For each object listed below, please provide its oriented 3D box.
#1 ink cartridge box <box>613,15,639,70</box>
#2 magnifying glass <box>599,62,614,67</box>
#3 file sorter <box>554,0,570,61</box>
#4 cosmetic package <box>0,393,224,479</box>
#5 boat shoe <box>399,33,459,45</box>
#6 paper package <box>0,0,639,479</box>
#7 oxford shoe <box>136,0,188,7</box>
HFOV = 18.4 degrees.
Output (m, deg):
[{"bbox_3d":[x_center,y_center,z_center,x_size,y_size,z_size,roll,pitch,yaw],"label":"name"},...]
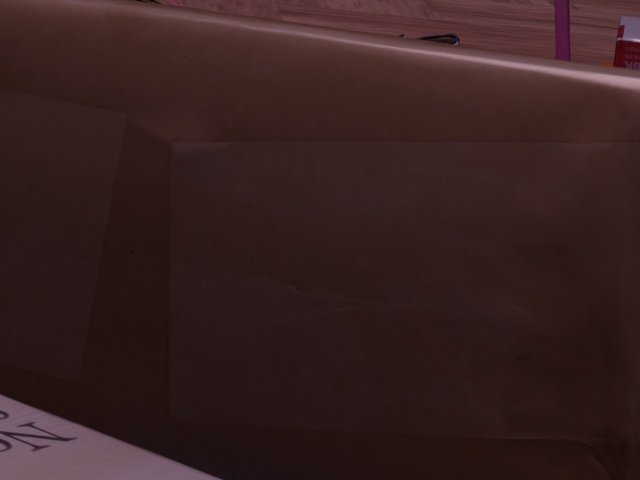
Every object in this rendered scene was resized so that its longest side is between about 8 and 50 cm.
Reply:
[{"bbox_3d":[0.207,-0.066,1.242,0.056,0.135,0.099,6,15,9],"label":"ink cartridge box"},{"bbox_3d":[0.279,-0.123,1.582,0.026,0.092,0.231,-2,8,-19],"label":"magnifying glass"},{"bbox_3d":[0.282,-0.083,1.014,0.291,0.182,0.202,-5,-11,28],"label":"file sorter"},{"bbox_3d":[-0.126,0.113,0.498,0.296,0.129,0.153,17,18,29],"label":"cosmetic package"},{"bbox_3d":[0.069,-0.154,1.657,0.125,0.038,0.046,-6,20,-37],"label":"boat shoe"},{"bbox_3d":[0.000,0.000,0.781,0.325,0.168,0.309,9,5,19],"label":"paper package"},{"bbox_3d":[-0.217,-0.082,1.202,0.397,0.140,0.146,-2,46,-35],"label":"oxford shoe"}]
